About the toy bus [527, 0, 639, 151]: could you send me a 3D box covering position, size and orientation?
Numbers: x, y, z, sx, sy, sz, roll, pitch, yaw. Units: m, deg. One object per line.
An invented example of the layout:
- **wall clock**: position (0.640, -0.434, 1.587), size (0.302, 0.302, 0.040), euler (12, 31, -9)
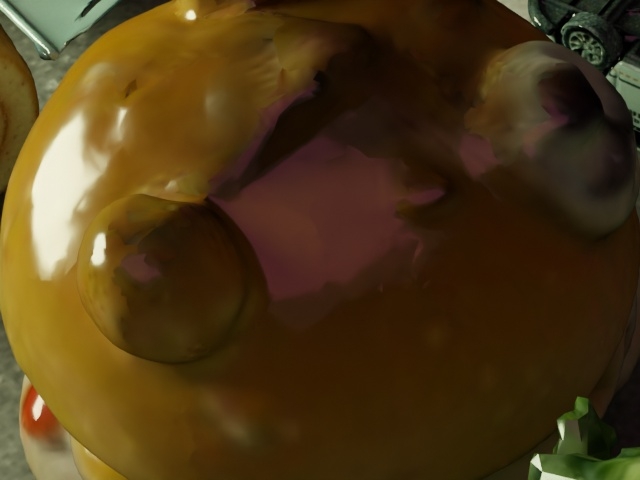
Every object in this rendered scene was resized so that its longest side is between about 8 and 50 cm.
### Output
- **toy bus**: position (0.194, -0.077, 0.686), size (0.194, 0.089, 0.087), euler (29, 61, 24)

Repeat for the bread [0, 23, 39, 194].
- **bread**: position (-0.219, -0.066, 0.692), size (0.149, 0.122, 0.073), euler (-18, 47, -21)

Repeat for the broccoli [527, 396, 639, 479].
- **broccoli**: position (0.072, 0.181, 0.278), size (0.302, 0.249, 0.375), euler (-31, 8, 22)

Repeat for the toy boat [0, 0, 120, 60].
- **toy boat**: position (-0.218, -0.188, 0.806), size (0.210, 0.070, 0.291), euler (-13, 46, -7)

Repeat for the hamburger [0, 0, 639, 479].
- **hamburger**: position (0.000, 0.000, 0.556), size (0.276, 0.237, 0.276), euler (-3, 55, 4)
